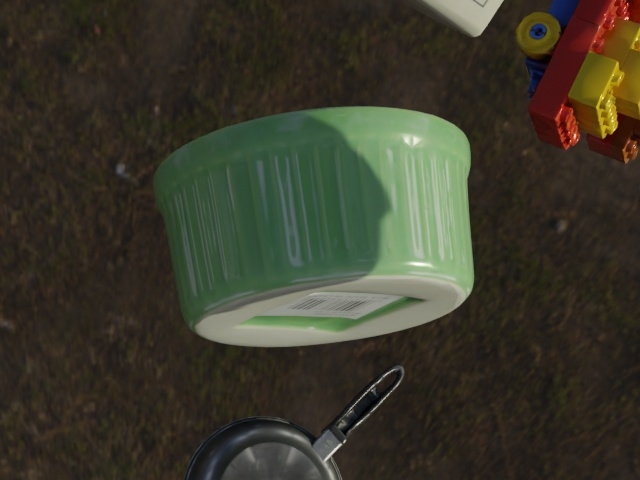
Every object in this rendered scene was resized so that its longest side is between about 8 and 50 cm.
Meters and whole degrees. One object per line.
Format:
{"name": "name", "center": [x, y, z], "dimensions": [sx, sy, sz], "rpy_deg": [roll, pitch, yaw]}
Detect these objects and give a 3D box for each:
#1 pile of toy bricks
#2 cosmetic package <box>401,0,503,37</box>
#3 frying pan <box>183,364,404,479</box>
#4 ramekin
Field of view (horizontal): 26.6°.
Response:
{"name": "pile of toy bricks", "center": [0.151, -0.109, 0.435], "dimensions": [0.105, 0.118, 0.212], "rpy_deg": [24, 85, 20]}
{"name": "cosmetic package", "center": [-0.008, -0.255, 0.700], "dimensions": [0.309, 0.113, 0.160], "rpy_deg": [30, 97, -28]}
{"name": "frying pan", "center": [-0.004, 0.282, 1.587], "dimensions": [0.326, 0.053, 0.197], "rpy_deg": [-17, 81, -21]}
{"name": "ramekin", "center": [0.000, 0.000, 1.272], "dimensions": [0.303, 0.303, 0.148], "rpy_deg": [-4, 73, -10]}
